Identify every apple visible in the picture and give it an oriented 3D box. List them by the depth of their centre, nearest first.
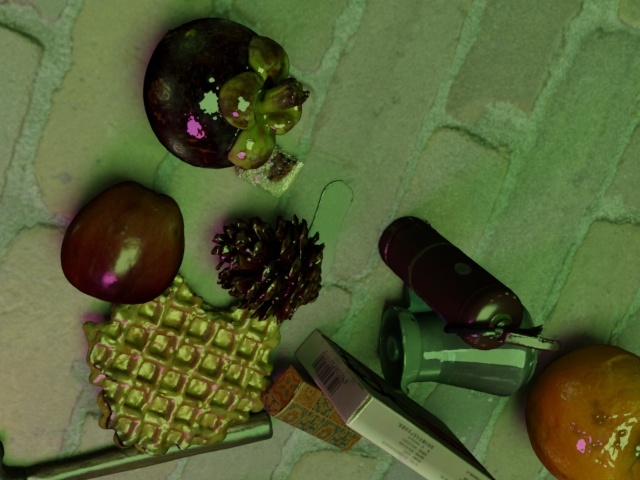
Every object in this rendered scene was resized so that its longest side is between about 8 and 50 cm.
[{"bbox_3d":[-0.256,0.001,1.244,0.156,0.147,0.158,23,103,-7],"label":"apple"}]

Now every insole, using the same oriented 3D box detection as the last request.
[{"bbox_3d":[0.000,0.000,1.428,0.065,0.004,0.197,10,109,-26],"label":"insole"}]

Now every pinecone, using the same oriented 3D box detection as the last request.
[{"bbox_3d":[-0.075,0.034,1.334,0.173,0.173,0.173,-9,116,-19],"label":"pinecone"}]

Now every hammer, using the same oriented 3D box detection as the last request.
[{"bbox_3d":[-0.285,0.331,1.439,0.440,0.044,0.168,-11,116,-17],"label":"hammer"}]

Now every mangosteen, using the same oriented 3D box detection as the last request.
[{"bbox_3d":[-0.112,-0.181,1.175,0.192,0.217,0.192,-15,111,-45],"label":"mangosteen"}]

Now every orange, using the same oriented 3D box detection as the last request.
[{"bbox_3d":[0.491,0.311,1.642,0.261,0.261,0.261,-9,116,-19],"label":"orange"}]

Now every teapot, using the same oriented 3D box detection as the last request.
[{"bbox_3d":[0.215,0.153,1.509,0.225,0.171,0.203,0,82,-15],"label":"teapot"}]

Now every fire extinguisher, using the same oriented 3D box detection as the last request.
[{"bbox_3d":[0.208,0.072,1.349,0.141,0.341,0.105,-4,115,-23],"label":"fire extinguisher"}]

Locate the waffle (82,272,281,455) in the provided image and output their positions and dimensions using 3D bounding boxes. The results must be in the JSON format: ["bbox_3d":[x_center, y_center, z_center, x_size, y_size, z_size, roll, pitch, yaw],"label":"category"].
[{"bbox_3d":[-0.200,0.178,1.385,0.301,0.058,0.281,-2,105,-27],"label":"waffle"}]

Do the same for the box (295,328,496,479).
[{"bbox_3d":[0.130,0.293,1.494,0.353,0.214,0.069,37,94,-32],"label":"box"}]

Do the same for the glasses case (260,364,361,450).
[{"bbox_3d":[-0.002,0.271,1.490,0.075,0.049,0.218,-47,139,4],"label":"glasses case"}]

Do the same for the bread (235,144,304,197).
[{"bbox_3d":[-0.073,-0.103,1.333,0.083,0.035,0.070,33,99,-34],"label":"bread"}]
